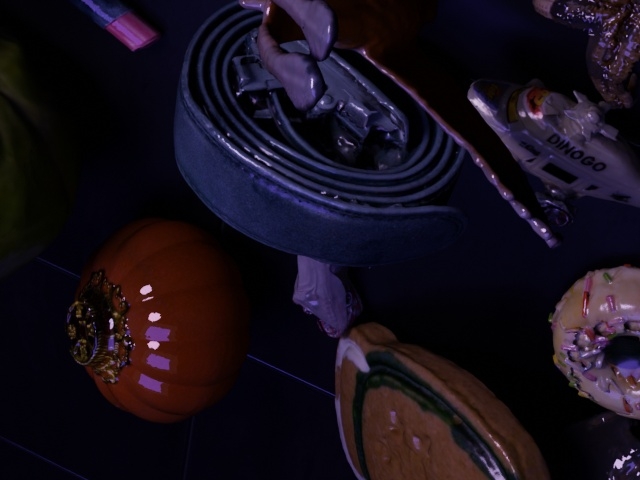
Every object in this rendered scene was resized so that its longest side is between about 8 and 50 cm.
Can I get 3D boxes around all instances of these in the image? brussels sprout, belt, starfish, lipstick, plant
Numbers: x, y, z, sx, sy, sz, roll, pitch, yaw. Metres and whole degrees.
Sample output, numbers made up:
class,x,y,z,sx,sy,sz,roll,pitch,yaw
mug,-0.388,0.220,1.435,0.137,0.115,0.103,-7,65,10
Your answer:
class,x,y,z,sx,sy,sz,roll,pitch,yaw
brussels sprout,-0.406,-0.106,0.990,0.281,0.289,0.355,-39,92,32
belt,0.000,0.000,1.023,0.071,0.053,0.232,8,132,16
starfish,0.249,-0.172,0.709,0.146,0.074,0.190,46,134,-6
lipstick,-0.246,-0.257,0.935,0.234,0.053,0.053,38,137,-14
belt,0.008,-0.087,0.813,0.267,0.206,0.116,34,145,12
plant,0.261,0.278,1.044,0.164,0.142,0.256,18,131,-32

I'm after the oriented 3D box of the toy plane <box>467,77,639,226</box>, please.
class,x,y,z,sx,sy,sz,roll,pitch,yaw
toy plane,0.239,-0.047,0.793,0.286,0.092,0.108,33,158,-6

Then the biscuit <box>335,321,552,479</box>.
class,x,y,z,sx,sy,sz,roll,pitch,yaw
biscuit,0.111,0.246,1.037,0.344,0.057,0.287,32,133,53

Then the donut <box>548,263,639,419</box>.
class,x,y,z,sx,sy,sz,roll,pitch,yaw
donut,0.294,0.100,0.934,0.174,0.068,0.175,17,137,16

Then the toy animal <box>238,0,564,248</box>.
class,x,y,z,sx,sy,sz,roll,pitch,yaw
toy animal,0.020,-0.138,0.675,0.302,0.284,0.225,32,117,46

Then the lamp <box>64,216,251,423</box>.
class,x,y,z,sx,sy,sz,roll,pitch,yaw
lamp,-0.172,0.085,1.093,0.223,0.196,0.223,9,102,48
